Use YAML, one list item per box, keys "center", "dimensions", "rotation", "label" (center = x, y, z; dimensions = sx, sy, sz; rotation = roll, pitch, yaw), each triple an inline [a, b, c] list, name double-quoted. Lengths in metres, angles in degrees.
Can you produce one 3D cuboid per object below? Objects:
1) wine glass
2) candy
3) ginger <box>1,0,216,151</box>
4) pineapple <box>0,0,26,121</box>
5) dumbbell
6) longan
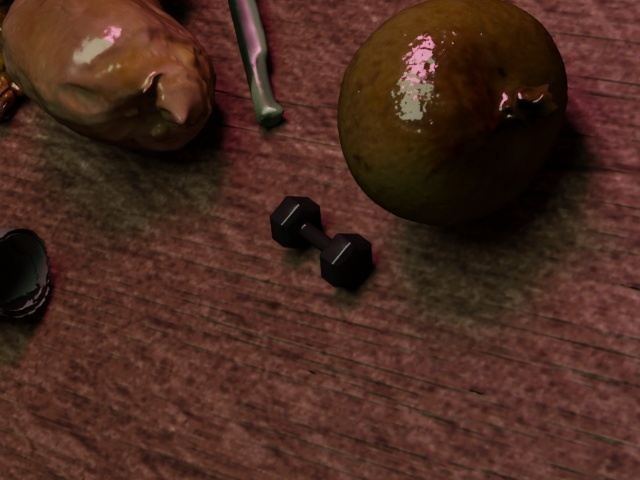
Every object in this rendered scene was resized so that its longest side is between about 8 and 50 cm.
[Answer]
- center: [-0.303, 0.019, 1.421]
  dimensions: [0.195, 0.079, 0.079]
  rotation: [4, 65, 36]
  label: "wine glass"
- center: [-0.086, -0.275, 1.455]
  dimensions: [0.119, 0.119, 0.440]
  rotation: [-24, 61, 20]
  label: "candy"
- center: [-0.167, -0.152, 1.392]
  dimensions: [0.152, 0.138, 0.267]
  rotation: [-42, 46, 18]
  label: "ginger"
- center: [-0.315, -0.179, 1.551]
  dimensions: [0.225, 0.076, 0.225]
  rotation: [-17, 56, 27]
  label: "pineapple"
- center: [0.000, 0.000, 1.258]
  dimensions: [0.036, 0.040, 0.083]
  rotation: [-28, 43, -25]
  label: "dumbbell"
- center: [0.091, -0.085, 1.171]
  dimensions: [0.176, 0.145, 0.154]
  rotation: [8, 86, 60]
  label: "longan"
